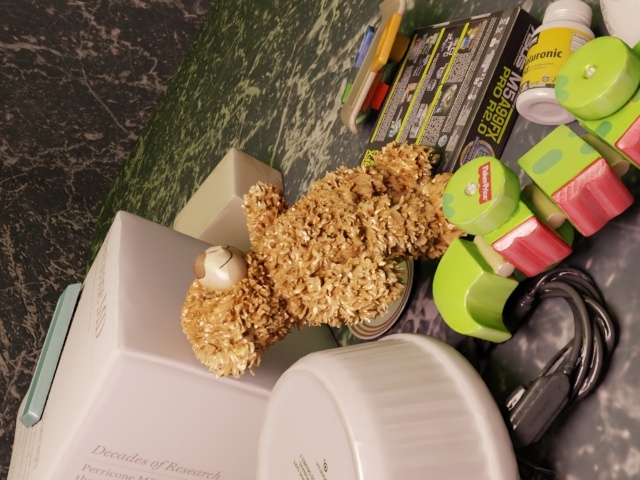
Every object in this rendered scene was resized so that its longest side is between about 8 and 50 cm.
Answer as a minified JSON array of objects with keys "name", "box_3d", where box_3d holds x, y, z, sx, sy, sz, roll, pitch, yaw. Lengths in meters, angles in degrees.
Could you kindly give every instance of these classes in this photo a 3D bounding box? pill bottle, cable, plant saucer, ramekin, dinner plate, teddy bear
[{"name":"pill bottle","box_3d":[0.245,-0.184,0.629,0.065,0.065,0.116,-6,64,60]},{"name":"cable","box_3d":[0.181,0.104,0.555,0.184,0.047,0.150,-56,17,0]},{"name":"plant saucer","box_3d":[-0.365,0.151,0.825,0.067,0.018,0.192,-35,42,47]},{"name":"ramekin","box_3d":[0.039,0.217,0.547,0.273,0.127,0.273,-20,67,61]},{"name":"dinner plate","box_3d":[0.078,0.062,0.801,0.141,0.017,0.141,-42,37,42]},{"name":"teddy bear","box_3d":[0.000,0.000,0.632,0.338,0.113,0.245,-19,48,4]}]

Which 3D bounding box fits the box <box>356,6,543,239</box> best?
[{"name":"box","box_3d":[0.149,-0.148,0.783,0.216,0.060,0.270,23,90,63]}]

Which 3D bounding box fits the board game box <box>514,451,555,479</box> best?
[{"name":"board game box","box_3d":[0.123,0.237,0.579,0.186,0.026,0.126,11,80,62]}]

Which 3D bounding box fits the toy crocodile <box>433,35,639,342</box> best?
[{"name":"toy crocodile","box_3d":[0.217,-0.057,0.507,0.340,0.115,0.105,-48,33,18]}]

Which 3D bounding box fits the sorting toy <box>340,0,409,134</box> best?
[{"name":"sorting toy","box_3d":[0.084,-0.254,0.903,0.348,0.047,0.196,-98,27,-75]}]

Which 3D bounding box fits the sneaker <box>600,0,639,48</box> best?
[{"name":"sneaker","box_3d":[0.271,-0.296,0.576,0.090,0.145,0.270,-29,46,50]}]

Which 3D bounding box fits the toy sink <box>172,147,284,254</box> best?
[{"name":"toy sink","box_3d":[-0.184,-0.038,1.228,0.234,0.131,0.153,-45,35,29]}]

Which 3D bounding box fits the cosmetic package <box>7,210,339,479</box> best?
[{"name":"cosmetic package","box_3d":[-0.206,0.240,0.846,0.394,0.327,0.329,-57,29,17]}]
